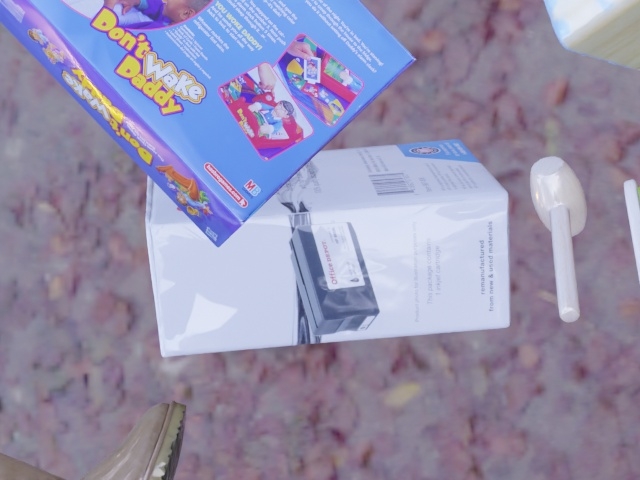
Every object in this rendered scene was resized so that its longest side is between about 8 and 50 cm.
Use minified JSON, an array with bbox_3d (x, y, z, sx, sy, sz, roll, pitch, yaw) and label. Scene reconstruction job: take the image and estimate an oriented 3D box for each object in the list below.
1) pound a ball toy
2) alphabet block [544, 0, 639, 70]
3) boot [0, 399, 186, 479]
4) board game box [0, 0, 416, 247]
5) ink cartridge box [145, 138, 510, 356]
[{"bbox_3d":[0.299,0.061,1.197,0.208,0.135,0.319,-14,46,16],"label":"pound a ball toy"},{"bbox_3d":[0.300,-0.267,1.178,0.197,0.193,0.192,-35,62,40],"label":"alphabet block"},{"bbox_3d":[-0.280,0.214,1.336,0.270,0.236,0.089,18,142,3],"label":"boot"},{"bbox_3d":[-0.120,-0.200,1.240,0.347,0.233,0.078,47,155,-2],"label":"board game box"},{"bbox_3d":[0.000,0.000,1.680,0.395,0.285,0.166,-4,107,-4],"label":"ink cartridge box"}]
